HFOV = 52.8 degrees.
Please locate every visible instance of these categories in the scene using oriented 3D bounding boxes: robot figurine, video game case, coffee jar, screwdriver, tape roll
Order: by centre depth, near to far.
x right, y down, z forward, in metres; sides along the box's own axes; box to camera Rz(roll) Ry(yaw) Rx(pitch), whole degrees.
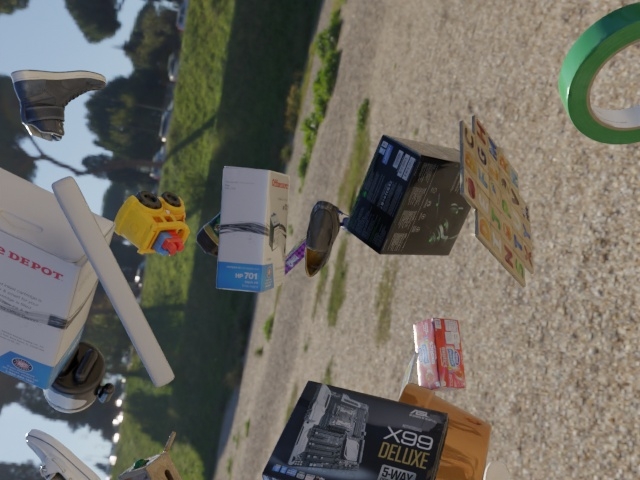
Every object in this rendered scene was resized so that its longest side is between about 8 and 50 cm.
[{"bbox_3d":[-0.340,0.056,1.047,0.329,0.036,0.300,67,163,-11],"label":"video game case"},{"bbox_3d":[-0.184,-0.039,1.421,0.184,0.079,0.096,-43,-19,6],"label":"coffee jar"},{"bbox_3d":[0.700,-0.363,1.425,0.077,0.321,0.321,-91,14,-44],"label":"tape roll"},{"bbox_3d":[0.256,0.429,1.916,0.119,0.015,0.166,104,-174,-49],"label":"video game case"},{"bbox_3d":[-0.746,0.415,1.946,0.209,0.173,0.278,55,142,17],"label":"robot figurine"},{"bbox_3d":[0.077,-0.073,1.950,0.025,0.169,0.024,-59,-28,3],"label":"screwdriver"},{"bbox_3d":[-0.051,0.016,2.129,0.232,0.042,0.210,-44,5,35],"label":"video game case"}]

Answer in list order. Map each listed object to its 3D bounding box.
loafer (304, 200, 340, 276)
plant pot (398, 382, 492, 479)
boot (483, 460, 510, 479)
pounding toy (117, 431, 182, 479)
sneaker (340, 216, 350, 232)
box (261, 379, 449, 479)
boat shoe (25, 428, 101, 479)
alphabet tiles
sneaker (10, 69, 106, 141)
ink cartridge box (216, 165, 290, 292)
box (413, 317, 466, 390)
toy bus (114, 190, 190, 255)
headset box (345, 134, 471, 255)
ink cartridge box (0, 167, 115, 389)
[{"bbox_3d":[0.000,0.000,1.237,0.061,0.062,0.170,-69,-12,-46],"label":"loafer"},{"bbox_3d":[0.264,0.485,1.441,0.291,0.203,0.291,11,-90,-71],"label":"plant pot"},{"bbox_3d":[0.425,0.643,1.577,0.086,0.069,0.190,102,172,-63],"label":"boot"},{"bbox_3d":[-0.374,0.536,1.472,0.130,0.141,0.100,-28,-1,32],"label":"pounding toy"},{"bbox_3d":[0.143,-0.049,1.809,0.223,0.098,0.083,2,-81,-54],"label":"sneaker"},{"bbox_3d":[0.076,0.416,1.257,0.242,0.307,0.077,-58,-29,-47],"label":"box"},{"bbox_3d":[-0.717,0.617,1.758,0.084,0.258,0.095,-48,-12,-45],"label":"boat shoe"},{"bbox_3d":[0.362,-0.079,1.304,0.011,0.342,0.285,-16,53,34],"label":"alphabet tiles"},{"bbox_3d":[-0.611,-0.321,1.544,0.086,0.226,0.164,-7,96,46],"label":"sneaker"},{"bbox_3d":[-0.107,-0.019,1.049,0.139,0.082,0.191,-12,-72,-78],"label":"ink cartridge box"},{"bbox_3d":[0.440,0.425,2.386,0.122,0.128,0.257,-31,57,53],"label":"box"},{"bbox_3d":[-0.471,-0.033,1.937,0.220,0.211,0.149,-8,-45,-59],"label":"toy bus"},{"bbox_3d":[0.238,-0.099,1.521,0.131,0.283,0.247,40,118,41],"label":"headset box"},{"bbox_3d":[-0.624,0.084,1.330,0.395,0.285,0.166,-60,8,35],"label":"ink cartridge box"}]
